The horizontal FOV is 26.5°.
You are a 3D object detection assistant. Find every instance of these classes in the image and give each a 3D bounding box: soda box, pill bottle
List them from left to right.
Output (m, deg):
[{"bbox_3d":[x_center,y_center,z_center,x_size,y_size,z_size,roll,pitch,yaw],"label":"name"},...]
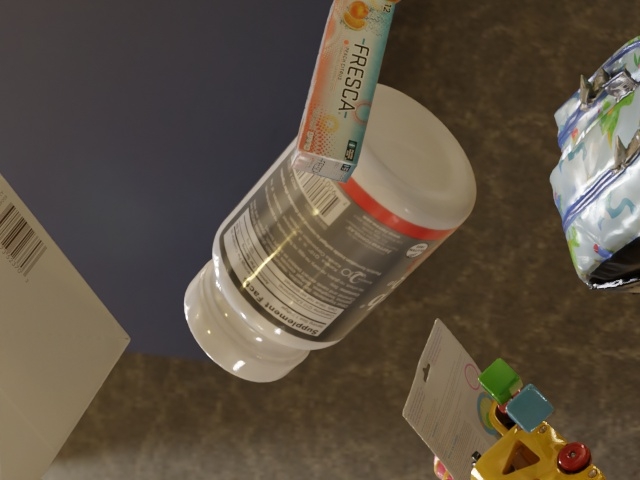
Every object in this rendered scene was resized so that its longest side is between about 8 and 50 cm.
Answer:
[{"bbox_3d":[0.000,0.000,1.626,0.363,0.210,0.210,-47,53,35],"label":"pill bottle"},{"bbox_3d":[0.023,-0.155,1.348,0.058,0.063,0.183,121,164,-72],"label":"soda box"}]

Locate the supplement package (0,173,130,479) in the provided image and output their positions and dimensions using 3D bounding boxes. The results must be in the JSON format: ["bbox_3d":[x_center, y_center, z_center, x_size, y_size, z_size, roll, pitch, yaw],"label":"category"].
[{"bbox_3d":[-0.299,0.055,0.963,0.145,0.262,0.204,-16,30,34],"label":"supplement package"}]

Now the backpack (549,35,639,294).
[{"bbox_3d":[0.349,-0.076,1.182,0.355,0.290,0.273,109,144,-55],"label":"backpack"}]

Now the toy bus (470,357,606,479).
[{"bbox_3d":[0.184,0.213,1.187,0.104,0.202,0.191,-42,77,-4],"label":"toy bus"}]

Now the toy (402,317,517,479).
[{"bbox_3d":[0.148,0.211,1.367,0.056,0.237,0.137,-24,27,35],"label":"toy"}]

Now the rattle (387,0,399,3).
[{"bbox_3d":[0.089,-0.406,1.655,0.199,0.130,0.143,60,142,12],"label":"rattle"}]
